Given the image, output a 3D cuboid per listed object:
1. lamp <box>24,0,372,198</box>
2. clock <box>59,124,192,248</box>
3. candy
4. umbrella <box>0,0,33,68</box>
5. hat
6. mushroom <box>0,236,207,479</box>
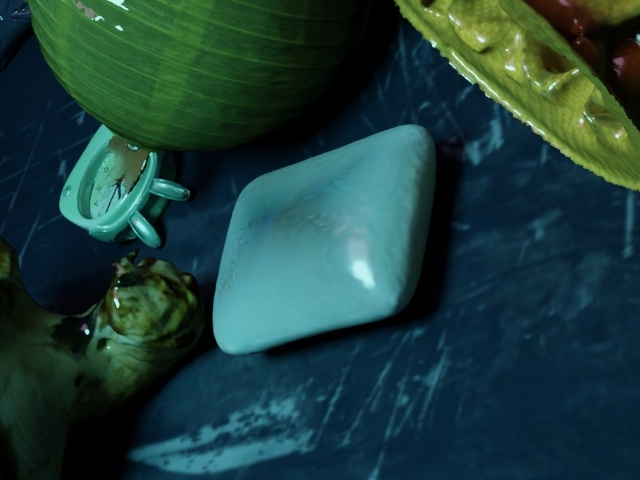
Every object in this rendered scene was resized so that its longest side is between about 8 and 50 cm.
[{"bbox_3d":[-0.098,-0.160,1.280,0.250,0.250,0.284,53,127,53],"label":"lamp"},{"bbox_3d":[-0.157,-0.042,1.422,0.101,0.041,0.135,-57,36,3],"label":"clock"},{"bbox_3d":[0.000,0.000,1.166,0.174,0.071,0.138,-17,52,44],"label":"candy"},{"bbox_3d":[-0.328,-0.209,1.736,0.248,0.071,0.071,-38,40,27],"label":"umbrella"},{"bbox_3d":[0.178,-0.191,1.011,0.233,0.233,0.244,-44,12,-4],"label":"hat"},{"bbox_3d":[-0.232,0.123,1.279,0.255,0.267,0.267,15,75,20],"label":"mushroom"}]
